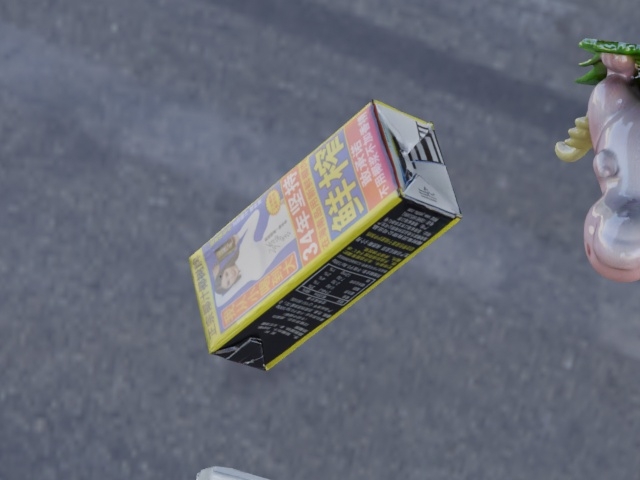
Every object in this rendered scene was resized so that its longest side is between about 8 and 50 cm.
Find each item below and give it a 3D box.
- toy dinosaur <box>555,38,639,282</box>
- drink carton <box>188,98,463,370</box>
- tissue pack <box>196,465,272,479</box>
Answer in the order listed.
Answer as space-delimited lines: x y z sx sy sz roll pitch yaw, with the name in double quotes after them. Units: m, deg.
0.257 -0.057 1.469 0.152 0.177 0.194 9 6 3 "toy dinosaur"
0.000 0.000 1.092 0.056 0.166 0.071 20 44 -38 "drink carton"
-0.027 0.232 1.431 0.149 0.106 0.099 18 80 -6 "tissue pack"
